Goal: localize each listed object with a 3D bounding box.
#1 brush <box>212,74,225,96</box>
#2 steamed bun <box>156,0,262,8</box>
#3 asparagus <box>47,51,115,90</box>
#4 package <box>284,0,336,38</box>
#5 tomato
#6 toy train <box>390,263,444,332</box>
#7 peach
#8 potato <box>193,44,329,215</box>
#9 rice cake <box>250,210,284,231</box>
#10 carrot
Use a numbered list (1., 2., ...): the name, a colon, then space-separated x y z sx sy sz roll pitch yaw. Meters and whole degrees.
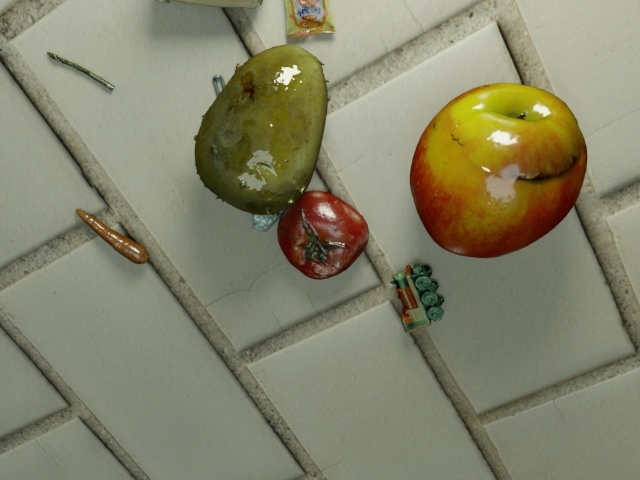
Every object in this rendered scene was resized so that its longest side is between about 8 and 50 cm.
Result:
1. brush: -0.196 -0.251 1.502 0.062 0.027 0.266 -12 111 10
2. steamed bun: -0.208 -0.561 1.284 0.225 0.170 0.200 8 150 -18
3. asparagus: -0.538 -0.382 1.463 0.162 0.016 0.016 27 134 -10
4. package: -0.026 -0.488 1.361 0.108 0.031 0.121 -5 117 7
5. tomato: 0.002 0.002 1.570 0.227 0.101 0.228 3 119 5
6. toy train: 0.241 0.141 1.636 0.118 0.074 0.176 -19 116 17
7. peach: 0.359 -0.135 1.351 0.369 0.370 0.370 2 117 4
8. potato: -0.122 -0.239 1.383 0.269 0.219 0.359 19 94 16
9. rice cake: -0.094 -0.110 1.539 0.063 0.069 0.206 36 111 -11
10. carrot: -0.525 -0.011 1.637 0.216 0.048 0.048 36 114 -7
